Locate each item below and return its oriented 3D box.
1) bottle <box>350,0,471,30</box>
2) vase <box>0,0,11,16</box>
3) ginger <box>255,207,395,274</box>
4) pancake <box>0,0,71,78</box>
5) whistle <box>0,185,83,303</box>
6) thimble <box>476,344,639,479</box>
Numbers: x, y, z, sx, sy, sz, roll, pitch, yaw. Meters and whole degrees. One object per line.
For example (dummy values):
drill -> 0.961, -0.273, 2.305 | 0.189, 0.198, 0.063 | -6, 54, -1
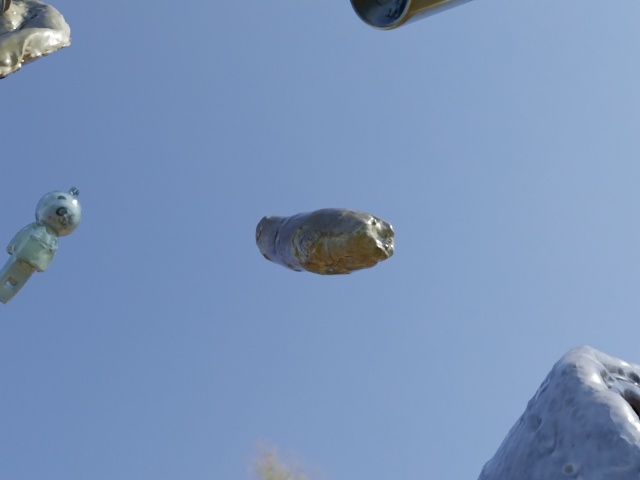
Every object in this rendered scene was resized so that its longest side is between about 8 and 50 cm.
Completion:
bottle -> 0.143, -0.292, 1.065 | 0.286, 0.082, 0.082 | -30, -35, -44
vase -> -0.311, -0.370, 1.192 | 0.321, 0.173, 0.173 | -43, -31, -43
ginger -> 0.000, 0.000, 1.577 | 0.116, 0.263, 0.109 | -52, -60, -25
pancake -> -0.528, -0.278, 1.335 | 0.387, 0.387, 0.082 | -8, -63, -16
whistle -> -0.207, 0.002, 0.735 | 0.100, 0.035, 0.035 | -57, -47, -14
thimble -> 0.191, 0.186, 0.524 | 0.157, 0.245, 0.217 | -58, -20, 14
